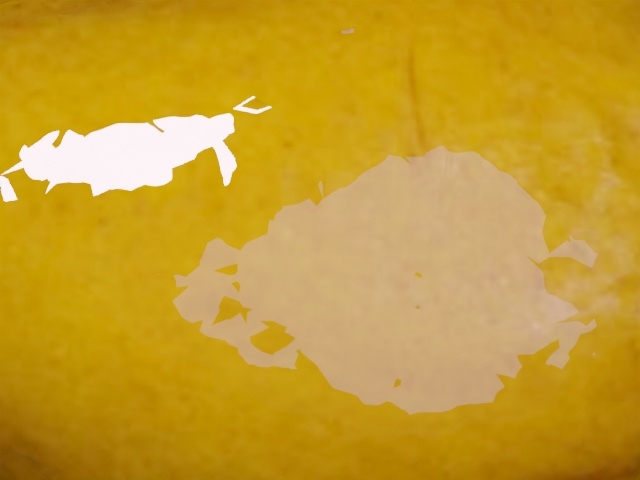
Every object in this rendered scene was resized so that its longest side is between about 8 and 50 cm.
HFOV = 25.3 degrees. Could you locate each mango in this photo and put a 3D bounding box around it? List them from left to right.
[{"bbox_3d":[0.000,0.000,0.607,0.445,0.220,0.301,8,95,-17],"label":"mango"}]
